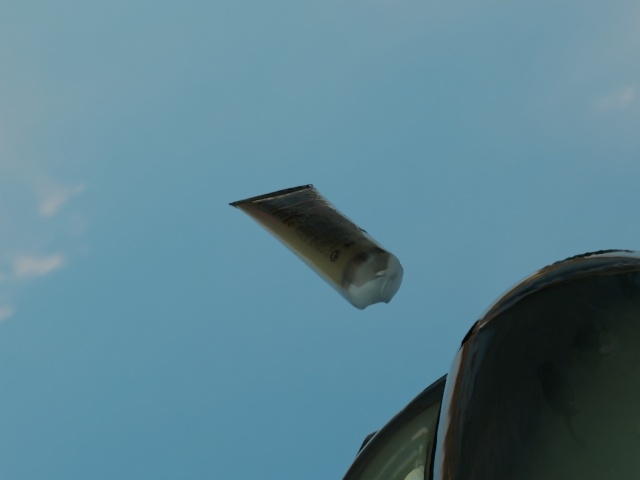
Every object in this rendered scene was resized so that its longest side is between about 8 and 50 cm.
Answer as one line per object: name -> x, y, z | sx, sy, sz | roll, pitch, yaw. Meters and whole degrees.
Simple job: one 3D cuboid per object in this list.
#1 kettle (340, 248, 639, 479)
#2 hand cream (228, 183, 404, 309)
kettle -> 0.126, 0.176, 0.816 | 0.319, 0.247, 0.342 | -33, -128, 23
hand cream -> 0.000, 0.000, 1.117 | 0.061, 0.039, 0.143 | -16, -149, -24
